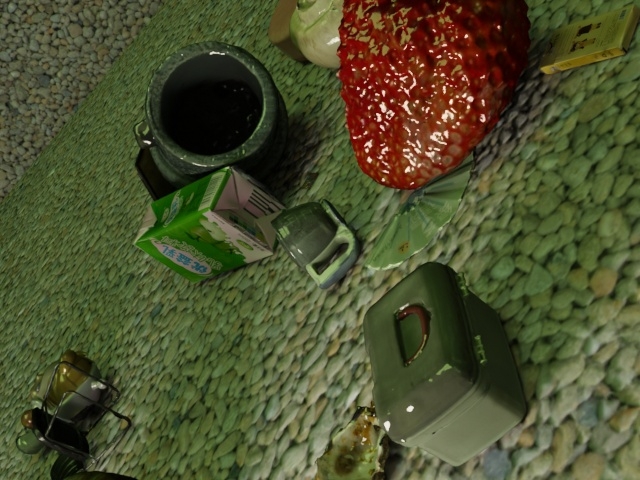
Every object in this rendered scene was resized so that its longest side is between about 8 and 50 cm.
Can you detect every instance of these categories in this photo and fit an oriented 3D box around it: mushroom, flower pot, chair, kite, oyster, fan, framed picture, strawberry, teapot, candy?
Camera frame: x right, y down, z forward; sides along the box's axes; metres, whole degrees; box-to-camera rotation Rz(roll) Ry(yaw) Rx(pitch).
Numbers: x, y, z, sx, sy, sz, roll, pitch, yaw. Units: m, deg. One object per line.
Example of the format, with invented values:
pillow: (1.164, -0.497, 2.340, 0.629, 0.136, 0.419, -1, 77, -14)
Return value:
mushroom: (0.022, -0.462, 1.925, 0.254, 0.234, 0.260, -44, 28, 31)
flower pot: (-0.201, -0.206, 1.945, 0.299, 0.299, 0.283, -59, -2, -7)
chair: (-0.480, 0.367, 1.903, 0.221, 0.145, 0.140, -55, 26, 3)
kite: (-0.030, -0.104, 1.858, 0.078, 0.002, 0.044, -18, 44, 49)
oyster: (0.050, 0.267, 1.253, 0.103, 0.051, 0.148, 12, 70, 42)
fan: (0.149, -0.039, 1.489, 0.240, 0.009, 0.131, -48, 30, 13)
framed picture: (-0.295, -0.188, 2.142, 0.014, 0.255, 0.338, -5, 47, 18)
strawberry: (0.146, -0.240, 1.472, 0.312, 0.267, 0.351, 44, 120, 57)
teapot: (-0.007, -0.008, 1.600, 0.108, 0.111, 0.149, -38, 23, 3)
candy: (-0.004, -0.500, 2.159, 0.255, 0.094, 0.255, -41, 28, 28)

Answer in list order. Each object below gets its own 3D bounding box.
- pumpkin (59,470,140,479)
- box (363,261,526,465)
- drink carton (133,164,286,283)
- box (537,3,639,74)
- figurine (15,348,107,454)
pumpkin: (-0.331, 0.471, 1.404, 0.321, 0.192, 0.320, -7, 46, 8)
box: (0.139, 0.139, 1.167, 0.148, 0.129, 0.210, -43, 29, 24)
drink carton: (-0.198, -0.024, 1.873, 0.271, 0.161, 0.108, -19, 43, 46)
box: (0.364, -0.272, 1.387, 0.149, 0.020, 0.073, -4, 57, 57)
figurine: (-0.537, 0.341, 2.054, 0.274, 0.133, 0.194, -54, 3, 14)
